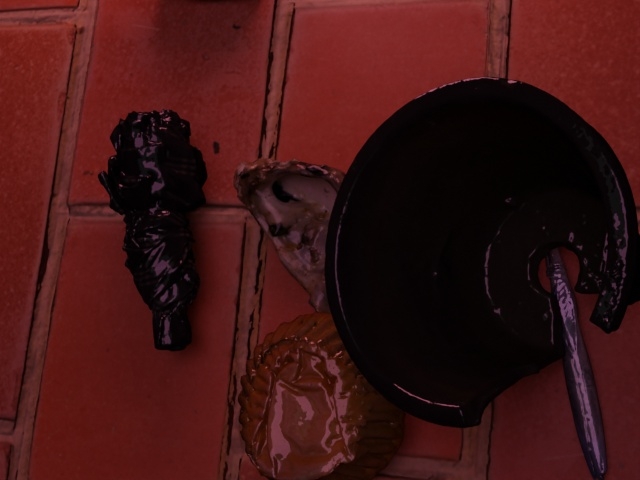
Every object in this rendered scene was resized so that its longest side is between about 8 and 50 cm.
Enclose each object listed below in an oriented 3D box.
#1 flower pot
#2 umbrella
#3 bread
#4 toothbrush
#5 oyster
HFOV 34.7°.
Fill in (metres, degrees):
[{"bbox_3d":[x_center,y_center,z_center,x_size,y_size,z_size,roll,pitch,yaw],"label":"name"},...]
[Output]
[{"bbox_3d":[0.218,0.014,1.181,0.379,0.251,0.380,-5,83,40],"label":"flower pot"},{"bbox_3d":[-0.216,-0.016,1.448,0.128,0.154,0.337,-18,87,53],"label":"umbrella"},{"bbox_3d":[-0.008,0.205,1.295,0.239,0.139,0.240,-5,78,24],"label":"bread"},{"bbox_3d":[0.307,0.091,1.284,0.035,0.042,0.414,-13,74,14],"label":"toothbrush"},{"bbox_3d":[-0.002,0.002,1.393,0.166,0.094,0.294,-27,80,25],"label":"oyster"}]
